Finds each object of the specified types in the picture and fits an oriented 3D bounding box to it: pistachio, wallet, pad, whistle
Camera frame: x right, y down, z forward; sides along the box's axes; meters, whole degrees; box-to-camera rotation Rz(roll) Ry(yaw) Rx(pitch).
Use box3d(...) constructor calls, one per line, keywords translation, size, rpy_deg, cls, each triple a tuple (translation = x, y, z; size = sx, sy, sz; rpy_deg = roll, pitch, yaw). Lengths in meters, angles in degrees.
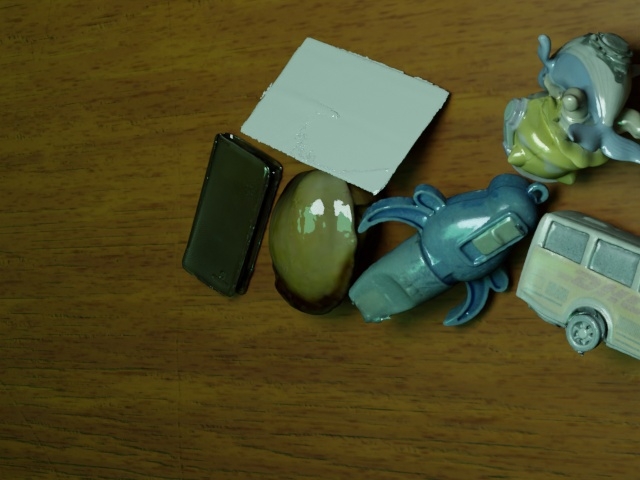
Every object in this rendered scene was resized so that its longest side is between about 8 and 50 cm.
box3d(translation=(0.000, 0.000, 1.809), size=(0.165, 0.131, 0.210), rpy_deg=(59, 135, 39), cls="pistachio")
box3d(translation=(-0.119, -0.031, 1.959), size=(0.110, 0.031, 0.198), rpy_deg=(32, 116, 30), cls="wallet")
box3d(translation=(0.024, -0.154, 1.779), size=(0.232, 0.004, 0.156), rpy_deg=(27, 76, 35), cls="pad")
box3d(translation=(0.146, 0.009, 1.693), size=(0.269, 0.093, 0.180), rpy_deg=(-31, 113, 27), cls="whistle")

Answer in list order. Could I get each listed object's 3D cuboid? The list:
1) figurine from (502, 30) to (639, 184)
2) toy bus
box3d(translation=(0.266, -0.130, 1.558), size=(0.208, 0.128, 0.183), rpy_deg=(-103, 33, -59), cls="figurine")
box3d(translation=(0.369, 0.079, 1.546), size=(0.343, 0.097, 0.138), rpy_deg=(24, 105, 35), cls="toy bus")
